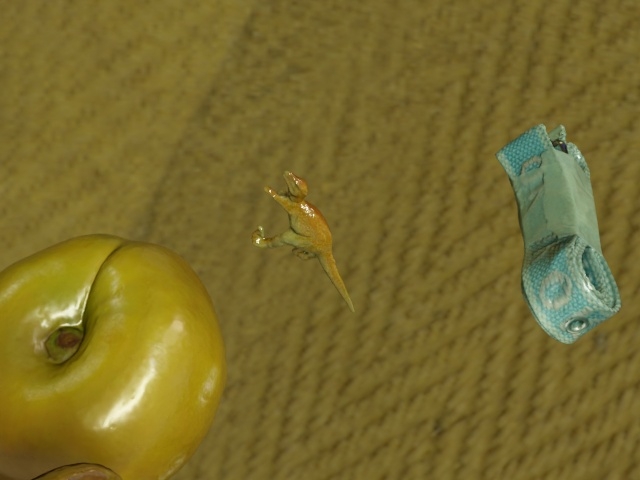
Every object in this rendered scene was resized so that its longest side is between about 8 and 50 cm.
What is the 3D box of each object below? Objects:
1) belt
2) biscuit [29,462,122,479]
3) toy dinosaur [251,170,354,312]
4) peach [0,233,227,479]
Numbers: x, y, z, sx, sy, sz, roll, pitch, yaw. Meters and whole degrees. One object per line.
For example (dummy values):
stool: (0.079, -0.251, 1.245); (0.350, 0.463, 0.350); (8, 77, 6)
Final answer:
belt: (0.229, -0.017, 1.569); (0.087, 0.302, 0.072); (37, 117, -24)
biscuit: (-0.227, 0.265, 1.044); (0.064, 0.283, 0.432); (5, 130, 49)
toy dinosaur: (0.000, 0.000, 1.678); (0.162, 0.039, 0.126); (39, 146, -5)
peach: (-0.200, 0.107, 1.379); (0.251, 0.153, 0.251); (-5, 53, 7)
